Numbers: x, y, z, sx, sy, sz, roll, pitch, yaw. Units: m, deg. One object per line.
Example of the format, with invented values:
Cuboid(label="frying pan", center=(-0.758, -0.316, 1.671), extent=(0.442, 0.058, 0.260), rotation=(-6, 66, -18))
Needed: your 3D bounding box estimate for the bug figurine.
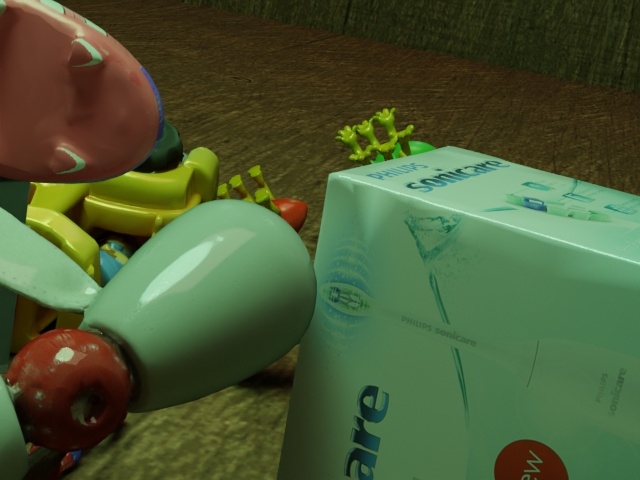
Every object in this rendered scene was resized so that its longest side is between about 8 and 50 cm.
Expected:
Cuboid(label="bug figurine", center=(0.000, 0.000, 0.909), extent=(0.216, 0.072, 0.279), rotation=(-30, 20, 5))

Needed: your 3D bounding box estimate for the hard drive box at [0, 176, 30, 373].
Cuboid(label="hard drive box", center=(-0.254, 0.025, 0.614), extent=(0.232, 0.181, 0.089), rotation=(25, 20, 39))

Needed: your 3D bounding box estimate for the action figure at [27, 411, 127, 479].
Cuboid(label="action figure", center=(-0.136, 0.101, 0.702), extent=(0.038, 0.030, 0.115), rotation=(8, 13, 11))

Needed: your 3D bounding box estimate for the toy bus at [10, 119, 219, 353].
Cuboid(label="toy bus", center=(-0.189, 0.008, 0.809), extent=(0.220, 0.149, 0.211), rotation=(12, 29, -4))

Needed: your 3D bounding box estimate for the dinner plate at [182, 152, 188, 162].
Cuboid(label="dinner plate", center=(-0.188, -0.087, 1.335), extent=(0.141, 0.017, 0.141), rotation=(9, 18, -3))

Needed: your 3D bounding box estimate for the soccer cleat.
Cuboid(label="soccer cleat", center=(-0.180, -0.083, 0.570), extent=(0.248, 0.083, 0.095), rotation=(12, 10, 12))

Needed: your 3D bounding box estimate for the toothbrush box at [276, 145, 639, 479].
Cuboid(label="toothbrush box", center=(0.138, 0.101, 0.527), extent=(0.295, 0.216, 0.126), rotation=(19, 18, 27))

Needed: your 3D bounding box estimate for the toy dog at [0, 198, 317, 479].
Cuboid(label="toy dog", center=(-0.170, 0.075, 0.461), extent=(0.334, 0.220, 0.161), rotation=(0, 6, -40))
